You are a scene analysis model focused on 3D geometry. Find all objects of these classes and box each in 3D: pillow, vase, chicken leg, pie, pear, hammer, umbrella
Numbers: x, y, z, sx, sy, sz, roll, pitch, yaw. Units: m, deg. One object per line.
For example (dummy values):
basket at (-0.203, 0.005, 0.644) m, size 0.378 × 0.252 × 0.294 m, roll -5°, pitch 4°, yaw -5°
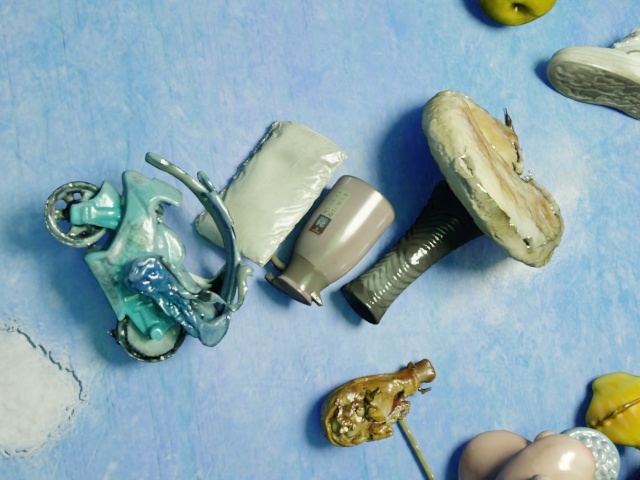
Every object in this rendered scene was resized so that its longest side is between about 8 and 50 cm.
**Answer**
pillow at (-0.071, -0.076, 0.871) m, size 0.128 × 0.051 × 0.229 m, roll 31°, pitch 73°, yaw 17°
vase at (0.142, 0.025, 0.923) m, size 0.237 × 0.115 × 0.115 m, roll -43°, pitch 98°, yaw -14°
chicken leg at (0.095, 0.232, 0.881) m, size 0.207 × 0.101 × 0.085 m, roll -20°, pitch 89°, yaw -29°
pie at (0.264, -0.104, 0.922) m, size 0.337 × 0.075 × 0.337 m, roll 30°, pitch 39°, yaw -28°
pear at (0.338, -0.453, 1.021) m, size 0.149 × 0.149 × 0.162 m, roll 8°, pitch 70°, yaw -18°
hammer at (0.165, 0.331, 0.931) m, size 0.060 × 0.028 × 0.195 m, roll -28°, pitch 92°, yaw -27°
umbrella at (0.345, -0.178, 1.061) m, size 0.022 × 0.013 × 0.122 m, roll -7°, pitch 87°, yaw 2°

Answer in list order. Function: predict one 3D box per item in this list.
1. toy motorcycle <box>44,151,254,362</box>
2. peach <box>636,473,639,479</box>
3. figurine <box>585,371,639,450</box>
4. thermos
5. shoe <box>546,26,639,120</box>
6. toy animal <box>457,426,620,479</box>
toy motorcycle at (-0.206, 0.019, 0.768) m, size 0.206 × 0.154 × 0.260 m, roll -29°, pitch 105°, yaw -17°
peach at (0.620, 0.457, 0.959) m, size 0.252 × 0.252 × 0.252 m, roll 2°, pitch 83°, yaw -19°
figurine at (0.560, 0.284, 1.025) m, size 0.246 × 0.131 × 0.156 m, roll -9°, pitch 50°, yaw -31°
thermos at (0.000, 0.000, 0.882) m, size 0.137 × 0.105 × 0.193 m, roll 34°, pitch 75°, yaw 17°
shoe at (0.565, -0.332, 1.104) m, size 0.316 × 0.124 × 0.159 m, roll 16°, pitch 79°, yaw -22°
toy animal at (0.307, 0.376, 0.866) m, size 0.210 × 0.221 × 0.229 m, roll 58°, pitch 41°, yaw -12°
